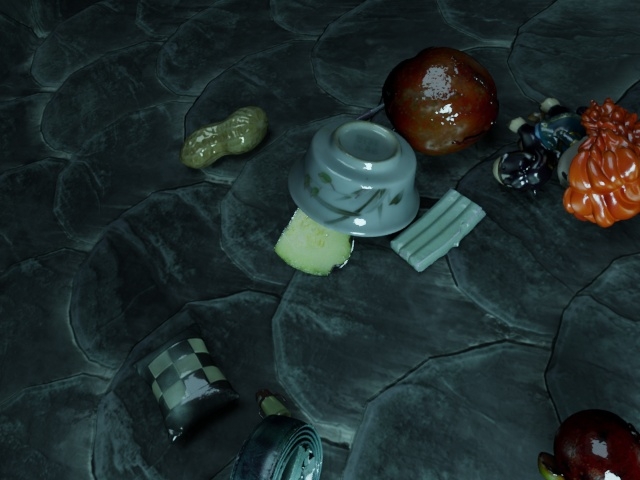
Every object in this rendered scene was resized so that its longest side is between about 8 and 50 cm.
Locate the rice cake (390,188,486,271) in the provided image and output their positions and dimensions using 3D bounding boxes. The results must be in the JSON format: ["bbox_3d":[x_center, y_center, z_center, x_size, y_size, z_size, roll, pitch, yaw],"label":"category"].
[{"bbox_3d":[0.290,-0.026,1.739,0.237,0.043,0.127,-39,48,-12],"label":"rice cake"}]

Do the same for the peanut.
[{"bbox_3d":[-0.294,-0.307,2.147,0.299,0.120,0.136,-23,42,4],"label":"peanut"}]

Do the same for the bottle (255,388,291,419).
[{"bbox_3d":[-0.107,0.367,1.559,0.063,0.047,0.101,-23,39,-26],"label":"bottle"}]

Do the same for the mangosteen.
[{"bbox_3d":[0.483,0.399,1.239,0.200,0.199,0.199,-10,49,12],"label":"mangosteen"}]

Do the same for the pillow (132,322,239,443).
[{"bbox_3d":[-0.313,0.326,1.627,0.186,0.106,0.250,-33,52,-7],"label":"pillow"}]

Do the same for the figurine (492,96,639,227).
[{"bbox_3d":[0.600,-0.201,1.669,0.306,0.241,0.412,-38,38,-24],"label":"figurine"}]

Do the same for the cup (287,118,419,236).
[{"bbox_3d":[0.099,-0.185,1.759,0.347,0.163,0.347,7,45,-7],"label":"cup"}]

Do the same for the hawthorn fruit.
[{"bbox_3d":[0.315,-0.376,1.868,0.316,0.316,0.315,-10,49,12],"label":"hawthorn fruit"}]

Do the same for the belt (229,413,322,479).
[{"bbox_3d":[-0.092,0.471,1.354,0.116,0.206,0.267,7,61,29],"label":"belt"}]

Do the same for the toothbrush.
[{"bbox_3d":[0.126,-0.361,2.098,0.354,0.024,0.029,-30,56,-6],"label":"toothbrush"}]

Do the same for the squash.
[{"bbox_3d":[0.002,-0.002,1.809,0.184,0.085,0.191,33,98,9],"label":"squash"}]
